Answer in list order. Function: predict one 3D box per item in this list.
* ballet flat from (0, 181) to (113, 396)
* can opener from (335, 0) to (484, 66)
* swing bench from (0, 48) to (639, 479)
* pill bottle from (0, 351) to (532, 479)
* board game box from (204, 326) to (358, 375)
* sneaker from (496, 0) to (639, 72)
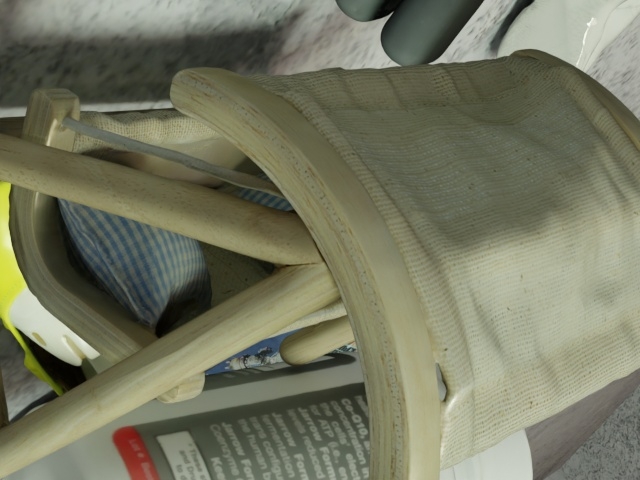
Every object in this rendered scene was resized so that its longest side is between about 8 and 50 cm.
[{"bbox_3d":[-0.135,0.041,0.705,0.077,0.077,0.231,-32,159,-15],"label":"ballet flat"},{"bbox_3d":[0.091,-0.198,0.602,0.093,0.074,0.280,-26,160,-48],"label":"can opener"},{"bbox_3d":[0.000,0.000,0.565,0.254,0.165,0.253,-7,-176,37],"label":"swing bench"},{"bbox_3d":[-0.024,0.152,0.747,0.283,0.161,0.161,-6,144,-35],"label":"pill bottle"},{"bbox_3d":[-0.067,0.146,1.074,0.243,0.042,0.165,-29,156,-35],"label":"board game box"},{"bbox_3d":[0.199,-0.182,0.849,0.094,0.080,0.212,-35,170,-47],"label":"sneaker"}]
